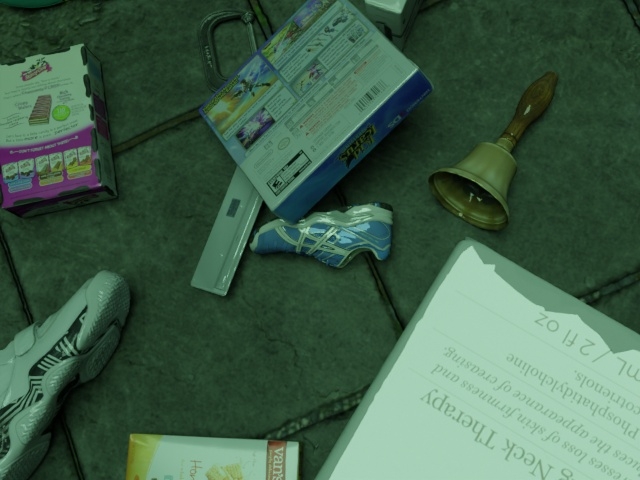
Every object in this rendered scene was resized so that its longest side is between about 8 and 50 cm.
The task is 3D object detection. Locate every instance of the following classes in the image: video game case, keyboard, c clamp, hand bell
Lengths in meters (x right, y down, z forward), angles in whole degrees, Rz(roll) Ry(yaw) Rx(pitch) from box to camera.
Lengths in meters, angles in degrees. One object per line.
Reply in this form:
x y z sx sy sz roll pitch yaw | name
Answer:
-0.014 -0.195 1.283 0.269 0.061 0.244 -43 53 8 | video game case
-0.119 -0.045 1.344 0.072 0.014 0.256 12 77 42 | keyboard
-0.119 -0.289 1.410 0.137 0.022 0.160 -20 77 9 | c clamp
0.267 -0.146 1.287 0.126 0.126 0.242 31 72 14 | hand bell

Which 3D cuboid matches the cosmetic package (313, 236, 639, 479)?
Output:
0.208 0.267 1.073 0.329 0.327 0.393 30 84 14 | cosmetic package

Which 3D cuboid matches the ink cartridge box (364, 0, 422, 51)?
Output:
0.109 -0.348 1.328 0.056 0.135 0.099 21 82 10 | ink cartridge box

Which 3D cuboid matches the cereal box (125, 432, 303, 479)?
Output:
-0.147 0.354 1.250 0.240 0.047 0.173 0 77 9 | cereal box

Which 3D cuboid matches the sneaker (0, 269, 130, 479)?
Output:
-0.437 0.167 1.290 0.210 0.137 0.365 31 87 11 | sneaker

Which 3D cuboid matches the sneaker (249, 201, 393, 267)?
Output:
0.000 0.000 1.292 0.211 0.080 0.081 -9 84 15 | sneaker

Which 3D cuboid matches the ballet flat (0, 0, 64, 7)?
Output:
-0.406 -0.423 1.463 0.231 0.077 0.077 -6 55 4 | ballet flat

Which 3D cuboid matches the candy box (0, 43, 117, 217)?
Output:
-0.406 -0.165 1.397 0.159 0.071 0.233 -11 76 6 | candy box
